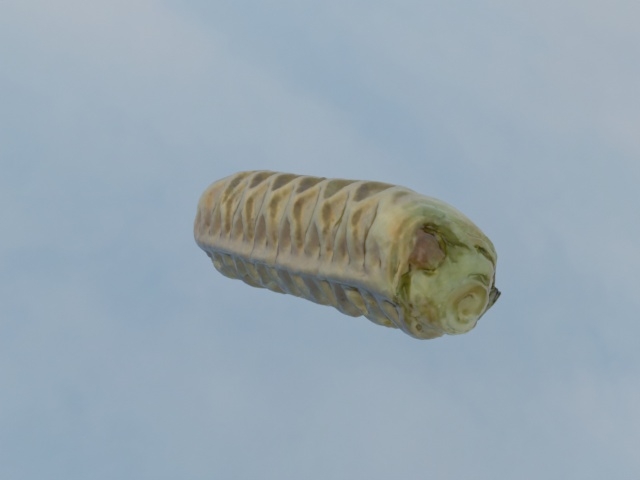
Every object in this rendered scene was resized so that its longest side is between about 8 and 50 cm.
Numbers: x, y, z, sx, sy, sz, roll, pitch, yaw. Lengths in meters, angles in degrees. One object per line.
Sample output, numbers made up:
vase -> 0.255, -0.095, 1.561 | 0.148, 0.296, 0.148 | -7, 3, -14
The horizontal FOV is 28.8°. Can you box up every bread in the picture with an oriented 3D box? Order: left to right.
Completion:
bread -> 0.000, 0.001, 0.814 | 0.077, 0.367, 0.084 | -47, -69, -13
